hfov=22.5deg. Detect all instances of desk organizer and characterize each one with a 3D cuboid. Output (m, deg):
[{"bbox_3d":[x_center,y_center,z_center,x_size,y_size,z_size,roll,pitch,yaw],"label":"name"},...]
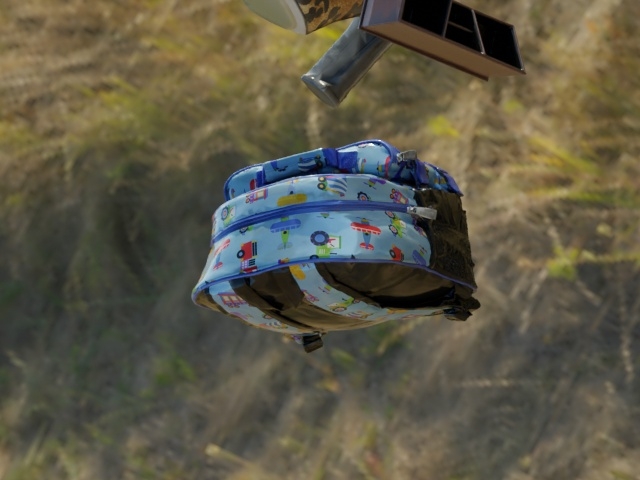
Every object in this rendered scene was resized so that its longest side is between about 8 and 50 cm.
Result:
[{"bbox_3d":[0.098,-0.164,1.220,0.050,0.130,0.047,2,77,57],"label":"desk organizer"}]

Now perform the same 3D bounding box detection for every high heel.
[{"bbox_3d":[0.021,-0.250,1.381,0.093,0.261,0.186,35,80,32],"label":"high heel"}]

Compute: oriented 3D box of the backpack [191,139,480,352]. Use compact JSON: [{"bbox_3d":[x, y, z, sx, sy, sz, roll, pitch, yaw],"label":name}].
[{"bbox_3d":[0.000,0.000,1.034,0.158,0.173,0.117,-13,75,30],"label":"backpack"}]
